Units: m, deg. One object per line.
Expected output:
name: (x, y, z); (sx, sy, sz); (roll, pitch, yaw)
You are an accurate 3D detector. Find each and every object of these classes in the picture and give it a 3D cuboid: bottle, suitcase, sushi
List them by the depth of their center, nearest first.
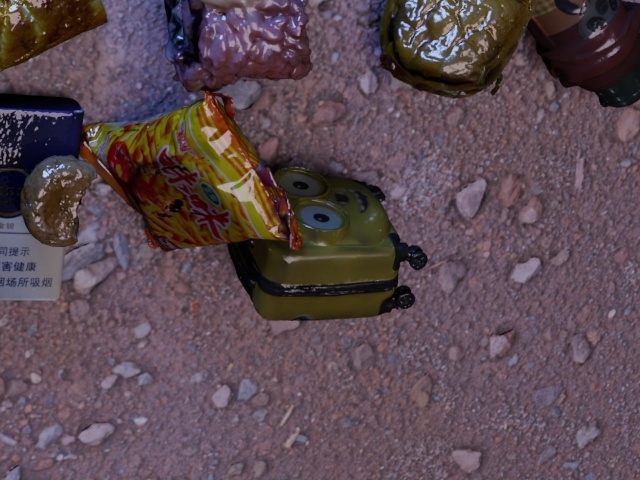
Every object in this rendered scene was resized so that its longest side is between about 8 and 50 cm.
sushi: (-0.104, -0.311, 1.543); (0.170, 0.236, 0.270); (-6, 102, -6)
suitcase: (0.000, 0.000, 1.758); (0.234, 0.194, 0.143); (-2, 127, -24)
bottle: (0.364, -0.298, 1.819); (0.156, 0.143, 0.271); (-31, 123, 23)

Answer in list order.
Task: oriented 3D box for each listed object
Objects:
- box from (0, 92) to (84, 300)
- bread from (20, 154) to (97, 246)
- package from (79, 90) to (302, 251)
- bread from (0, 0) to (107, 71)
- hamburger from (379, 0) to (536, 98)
box: (-0.391, -0.054, 1.634); (0.168, 0.071, 0.259); (1, 114, -25)
bread: (-0.319, -0.052, 1.589); (0.082, 0.060, 0.113); (15, 104, -32)
package: (-0.160, -0.082, 1.645); (0.223, 0.288, 0.108); (58, 45, -28)
bread: (-0.346, -0.273, 1.531); (0.172, 0.103, 0.132); (-30, 129, -13)
hamburger: (0.170, -0.283, 1.706); (0.183, 0.130, 0.206); (23, 105, 8)
